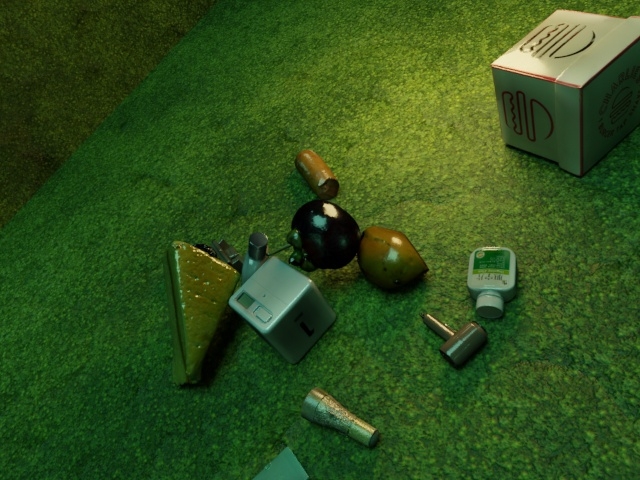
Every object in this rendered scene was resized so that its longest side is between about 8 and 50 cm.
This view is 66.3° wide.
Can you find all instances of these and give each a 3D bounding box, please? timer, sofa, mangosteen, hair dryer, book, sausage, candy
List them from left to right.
[{"bbox_3d":[-0.316,0.049,1.705,0.060,0.085,0.147,-41,45,-5],"label":"sofa"},{"bbox_3d":[-0.103,0.578,1.177,0.135,0.017,0.103,-42,48,-9],"label":"book"},{"bbox_3d":[-0.105,0.195,1.387,0.194,0.195,0.192,-47,46,-14],"label":"timer"},{"bbox_3d":[-0.072,0.010,1.511,0.091,0.083,0.305,30,25,19],"label":"candy"},{"bbox_3d":[-0.023,-0.255,1.805,0.109,0.108,0.270,-32,42,-1],"label":"sausage"},{"bbox_3d":[0.009,-0.003,1.419,0.216,0.216,0.216,-15,47,16],"label":"mangosteen"},{"bbox_3d":[0.317,0.227,1.235,0.117,0.064,0.182,-40,40,-10],"label":"hair dryer"}]

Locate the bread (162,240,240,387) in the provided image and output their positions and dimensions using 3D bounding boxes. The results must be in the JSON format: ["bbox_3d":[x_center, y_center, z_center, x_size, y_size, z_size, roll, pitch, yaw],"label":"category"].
[{"bbox_3d":[-0.420,0.228,1.466,0.233,0.245,0.361,-36,30,57],"label":"bread"}]

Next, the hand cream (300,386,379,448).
[{"bbox_3d":[0.052,0.433,1.188,0.203,0.084,0.084,19,63,30],"label":"hand cream"}]

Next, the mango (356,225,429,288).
[{"bbox_3d":[0.186,0.042,1.411,0.166,0.136,0.236,-34,36,7],"label":"mango"}]

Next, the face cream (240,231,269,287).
[{"bbox_3d":[-0.197,0.080,1.481,0.071,0.291,0.143,16,55,-1],"label":"face cream"}]

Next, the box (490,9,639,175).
[{"bbox_3d":[0.723,-0.436,1.416,0.314,0.312,0.300,-40,43,-10],"label":"box"}]

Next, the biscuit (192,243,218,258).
[{"bbox_3d":[-0.459,0.091,1.767,0.195,0.053,0.194,-14,48,16],"label":"biscuit"}]

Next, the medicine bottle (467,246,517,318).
[{"bbox_3d":[0.441,0.106,1.264,0.119,0.069,0.183,0,54,25],"label":"medicine bottle"}]
